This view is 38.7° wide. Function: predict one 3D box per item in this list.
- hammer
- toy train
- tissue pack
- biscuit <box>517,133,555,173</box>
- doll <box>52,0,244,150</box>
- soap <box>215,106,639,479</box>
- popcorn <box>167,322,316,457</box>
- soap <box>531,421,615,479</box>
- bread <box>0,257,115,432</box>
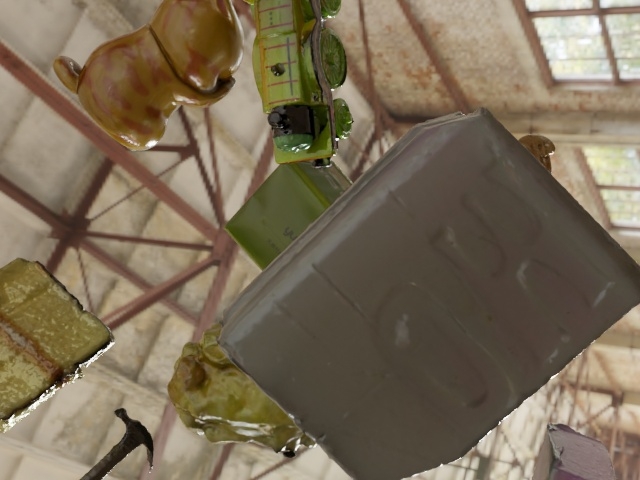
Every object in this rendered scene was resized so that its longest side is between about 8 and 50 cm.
[{"bbox_3d":[-0.413,0.428,1.572,0.297,0.027,0.125,-42,-86,-21],"label":"hammer"},{"bbox_3d":[-0.031,-0.240,1.174,0.161,0.101,0.296,-2,-94,-65],"label":"toy train"},{"bbox_3d":[0.000,0.000,1.642,0.274,0.200,0.167,48,-152,6],"label":"tissue pack"},{"bbox_3d":[0.286,-0.060,1.377,0.035,0.162,0.250,-15,-34,-36],"label":"biscuit"},{"bbox_3d":[-0.224,-0.248,1.303,0.162,0.270,0.166,57,-177,-34],"label":"doll"},{"bbox_3d":[0.133,0.080,1.148,0.435,0.213,0.350,-41,-83,-1],"label":"soap"},{"bbox_3d":[-0.107,0.251,1.538,0.252,0.287,0.215,86,-165,-51],"label":"popcorn"},{"bbox_3d":[0.266,0.362,1.067,0.181,0.081,0.259,-16,-56,-77],"label":"soap"},{"bbox_3d":[-0.527,0.176,1.589,0.263,0.236,0.198,-41,-49,-34],"label":"bread"}]
